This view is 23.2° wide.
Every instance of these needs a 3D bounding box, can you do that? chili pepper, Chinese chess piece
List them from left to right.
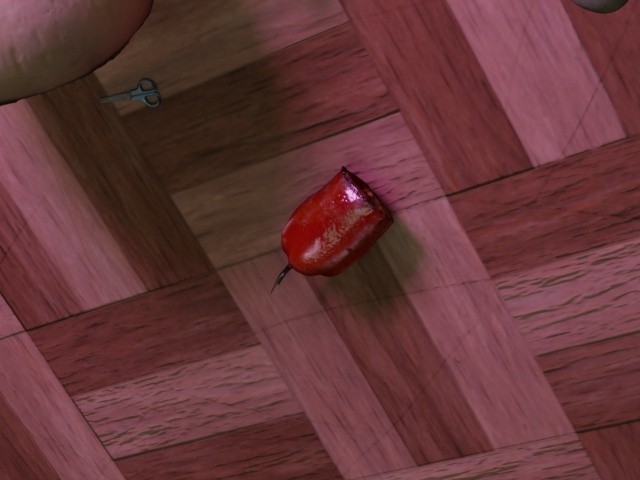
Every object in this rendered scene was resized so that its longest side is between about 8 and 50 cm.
[{"bbox_3d":[-0.325,-0.283,1.565,0.338,0.338,0.140,9,141,21],"label":"Chinese chess piece"},{"bbox_3d":[0.000,0.000,1.755,0.084,0.086,0.192,26,125,-29],"label":"chili pepper"}]

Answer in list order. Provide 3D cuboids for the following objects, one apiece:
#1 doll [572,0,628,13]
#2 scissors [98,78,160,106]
[{"bbox_3d":[0.303,-0.333,1.351,0.228,0.154,0.258,-4,134,-11],"label":"doll"},{"bbox_3d":[-0.222,-0.166,1.802,0.083,0.006,0.036,-7,120,29],"label":"scissors"}]
